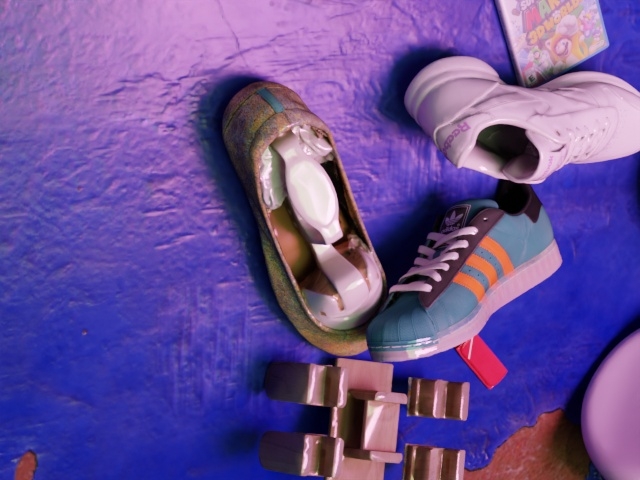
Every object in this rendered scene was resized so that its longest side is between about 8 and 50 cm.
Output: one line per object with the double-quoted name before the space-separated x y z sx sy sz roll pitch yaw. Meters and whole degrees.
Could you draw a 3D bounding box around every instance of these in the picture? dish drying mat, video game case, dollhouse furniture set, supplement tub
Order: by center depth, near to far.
"video game case" 0.246 -0.258 1.554 0.119 0.015 0.166 -30 121 -15
"dollhouse furniture set" 0.026 0.254 1.591 0.212 0.161 0.242 9 82 -32
"dish drying mat" 0.190 0.141 1.686 0.032 0.008 0.083 -46 124 -7
"supplement tub" 0.503 0.265 1.768 0.331 0.241 0.241 39 88 -34

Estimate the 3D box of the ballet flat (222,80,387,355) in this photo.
"ballet flat" 0.000 0.000 1.462 0.123 0.123 0.348 -31 122 -15

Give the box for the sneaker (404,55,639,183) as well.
"sneaker" 0.238 -0.106 1.522 0.305 0.152 0.114 2 132 -26

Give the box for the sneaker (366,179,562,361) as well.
"sneaker" 0.142 0.026 1.536 0.302 0.108 0.121 -32 109 -42
